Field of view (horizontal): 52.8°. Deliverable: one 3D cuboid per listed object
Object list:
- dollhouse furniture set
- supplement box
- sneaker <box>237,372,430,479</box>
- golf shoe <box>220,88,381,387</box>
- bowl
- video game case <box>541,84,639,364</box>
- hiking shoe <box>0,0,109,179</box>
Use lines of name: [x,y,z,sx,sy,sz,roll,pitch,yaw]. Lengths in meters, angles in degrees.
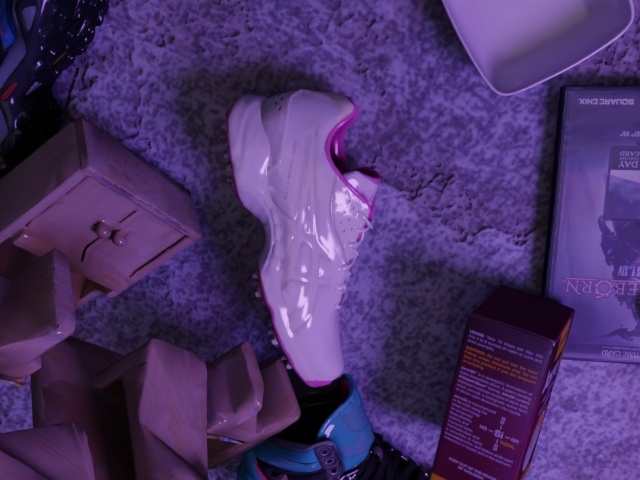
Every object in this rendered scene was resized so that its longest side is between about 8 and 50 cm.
dollhouse furniture set: [-0.224,0.129,0.560,0.256,0.362,0.394,-33,53,15]
supplement box: [0.179,0.153,0.636,0.080,0.104,0.188,18,110,27]
sneaker: [0.050,0.235,0.688,0.295,0.124,0.179,5,115,9]
golf shoe: [0.000,0.000,0.638,0.140,0.115,0.307,-11,103,9]
bowl: [0.188,-0.218,0.579,0.142,0.053,0.142,-28,98,16]
video game case: [0.323,-0.009,0.625,0.195,0.026,0.275,3,104,9]
hiking shoe: [-0.307,-0.208,0.632,0.132,0.113,0.304,30,107,0]
